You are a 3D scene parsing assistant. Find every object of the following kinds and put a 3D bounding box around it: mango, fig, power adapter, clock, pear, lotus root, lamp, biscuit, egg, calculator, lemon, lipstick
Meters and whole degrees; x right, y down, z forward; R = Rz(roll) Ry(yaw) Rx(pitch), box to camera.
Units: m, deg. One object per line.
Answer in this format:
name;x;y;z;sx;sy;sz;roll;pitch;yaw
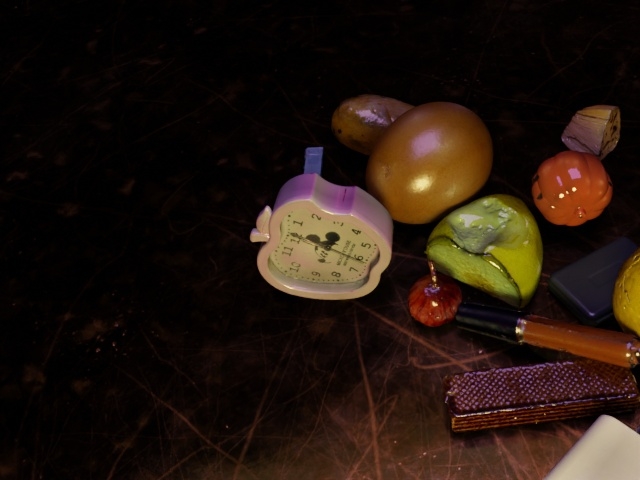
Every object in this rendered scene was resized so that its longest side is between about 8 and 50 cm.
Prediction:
mango;0.195;-0.311;2.176;0.329;0.175;0.177;17;84;1
fig;0.270;0.122;1.778;0.128;0.150;0.128;22;27;-12
power adapter;0.554;0.433;1.429;0.255;0.124;0.187;-38;52;-21
clock;0.000;0.000;1.814;0.338;0.339;0.102;0;45;12
pear;0.417;-0.004;1.840;0.292;0.159;0.293;-5;45;5
lotus root;0.738;-0.292;2.088;0.135;0.095;0.159;36;104;41
lamp;0.609;-0.118;1.880;0.187;0.188;0.164;-8;53;4
biscuit;0.445;0.314;1.598;0.388;0.073;0.107;-7;46;5
egg;0.273;-0.193;1.955;0.351;0.283;0.282;-34;50;-16
calculator;-0.023;-0.204;2.210;0.057;0.018;0.172;-5;47;9
lemon;0.747;0.123;1.568;0.296;0.297;0.297;-6;47;7
lipstick;0.478;0.195;1.635;0.418;0.077;0.077;10;49;39

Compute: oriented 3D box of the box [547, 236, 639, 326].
box;0.654;0.092;1.770;0.230;0.050;0.160;-26;47;-12
